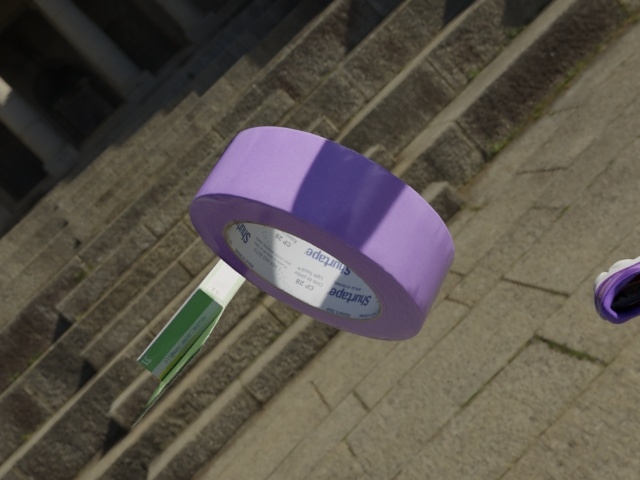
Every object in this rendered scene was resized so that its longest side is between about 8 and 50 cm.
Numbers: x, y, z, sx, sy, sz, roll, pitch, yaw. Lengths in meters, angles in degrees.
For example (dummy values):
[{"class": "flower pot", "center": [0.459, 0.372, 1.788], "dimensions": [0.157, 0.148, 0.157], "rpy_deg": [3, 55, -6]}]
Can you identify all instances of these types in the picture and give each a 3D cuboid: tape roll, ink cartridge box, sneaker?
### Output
[{"class": "tape roll", "center": [0.000, 0.000, 0.836], "dimensions": [0.090, 0.275, 0.275], "rpy_deg": [-61, 14, -22]}, {"class": "ink cartridge box", "center": [-0.198, 0.136, 1.105], "dimensions": [0.171, 0.056, 0.235], "rpy_deg": [-48, 4, 23]}, {"class": "sneaker", "center": [0.329, 0.025, 0.710], "dimensions": [0.170, 0.068, 0.071], "rpy_deg": [-43, -1, 20]}]
